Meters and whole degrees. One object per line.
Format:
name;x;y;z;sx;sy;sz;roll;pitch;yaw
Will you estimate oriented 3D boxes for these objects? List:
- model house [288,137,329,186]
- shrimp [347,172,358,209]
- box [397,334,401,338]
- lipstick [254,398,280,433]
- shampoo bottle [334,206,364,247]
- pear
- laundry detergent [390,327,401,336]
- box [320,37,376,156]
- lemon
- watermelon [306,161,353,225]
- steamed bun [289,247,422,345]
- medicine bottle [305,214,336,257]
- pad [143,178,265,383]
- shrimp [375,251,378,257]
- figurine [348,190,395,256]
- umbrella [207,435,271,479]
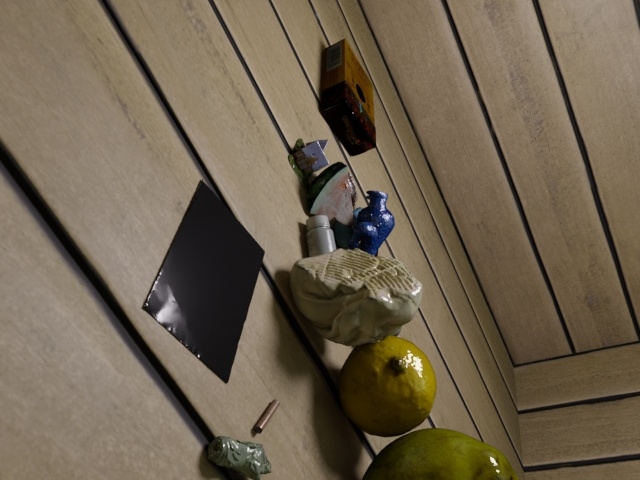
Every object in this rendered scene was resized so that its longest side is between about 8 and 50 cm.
model house;-0.020;-0.257;1.634;0.117;0.088;0.167;60;26;-22
shrimp;0.101;-0.175;1.871;0.065;0.056;0.165;-92;168;-71
box;0.224;0.387;1.736;0.229;0.050;0.123;1;70;-64
lipstick;-0.109;0.360;1.091;0.019;0.019;0.094;67;24;-10
shampoo bottle;0.121;-0.053;1.800;0.258;0.061;0.104;-29;111;-62
pear;0.265;0.617;1.254;0.352;0.413;0.352;48;21;-25
laundry detergent;0.180;0.237;1.677;0.253;0.091;0.181;14;51;-56
box;0.112;-0.565;2.101;0.264;0.115;0.415;49;32;-42
lemon;0.168;0.375;1.364;0.260;0.284;0.261;16;57;-26
watermelon;0.024;-0.138;1.649;0.207;0.136;0.202;-100;-178;-77
steamed bun;0.086;0.154;1.337;0.275;0.320;0.206;-29;134;-45
medicine bottle;0.000;0.000;1.503;0.080;0.080;0.130;25;51;-58
pad;-0.217;0.071;1.089;0.248;0.007;0.368;54;30;-34
shrimp;0.163;0.064;1.772;0.052;0.143;0.251;14;55;-11
figurine;0.165;-0.025;1.665;0.164;0.120;0.262;-18;121;-70
umbrella;-0.140;0.391;0.957;0.143;0.062;0.067;43;5;-36
